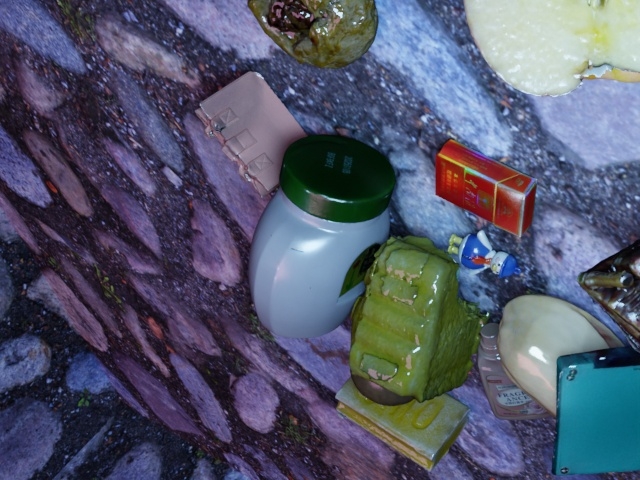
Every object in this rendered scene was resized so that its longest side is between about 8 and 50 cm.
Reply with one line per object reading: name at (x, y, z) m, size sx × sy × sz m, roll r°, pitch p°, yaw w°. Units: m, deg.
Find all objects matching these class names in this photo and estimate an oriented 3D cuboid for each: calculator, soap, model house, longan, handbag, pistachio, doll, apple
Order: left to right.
handbag at (-0.124, -0.204, 2.017) m, size 0.212 × 0.157 × 0.059 m, roll 52°, pitch 152°, yaw -1°
longan at (0.162, 0.290, 2.364) m, size 0.204 × 0.159 × 0.185 m, roll 14°, pitch -174°, yaw -29°
soap at (0.189, 0.392, 2.439) m, size 0.274 × 0.173 × 0.089 m, roll 29°, pitch 148°, yaw 24°
doll at (0.300, 0.030, 1.917) m, size 0.143 × 0.057 × 0.099 m, roll 24°, pitch 127°, yaw 22°
pistachio at (0.439, 0.214, 1.870) m, size 0.299 × 0.187 × 0.187 m, roll 37°, pitch 153°, yaw -3°
apple at (0.319, -0.295, 1.245) m, size 0.293 × 0.163 × 0.251 m, roll 0°, pitch 96°, yaw 11°
calculator at (0.517, 0.284, 1.765) m, size 0.058 × 0.274 × 0.248 m, roll -97°, pitch 0°, yaw -63°
model house at (0.566, 0.067, 1.358) m, size 0.317 × 0.297 × 0.282 m, roll 48°, pitch 158°, yaw -6°

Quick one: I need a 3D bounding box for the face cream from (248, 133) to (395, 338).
face cream at (0.000, 0.000, 1.992) m, size 0.219 × 0.312 × 0.357 m, roll 34°, pitch 132°, yaw 25°

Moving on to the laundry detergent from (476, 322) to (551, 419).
laundry detergent at (0.394, 0.249, 2.046) m, size 0.171 × 0.076 × 0.237 m, roll -6°, pitch 130°, yaw 18°

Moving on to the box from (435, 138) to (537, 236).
box at (0.277, -0.088, 1.783) m, size 0.175 × 0.048 × 0.112 m, roll 28°, pitch 149°, yaw 26°

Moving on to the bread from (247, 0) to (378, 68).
bread at (-0.016, -0.376, 1.694) m, size 0.230 × 0.123 × 0.230 m, roll 34°, pitch 154°, yaw 20°

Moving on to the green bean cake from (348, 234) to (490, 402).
green bean cake at (0.184, 0.133, 2.000) m, size 0.202 × 0.285 × 0.310 m, roll 20°, pitch -172°, yaw 31°
